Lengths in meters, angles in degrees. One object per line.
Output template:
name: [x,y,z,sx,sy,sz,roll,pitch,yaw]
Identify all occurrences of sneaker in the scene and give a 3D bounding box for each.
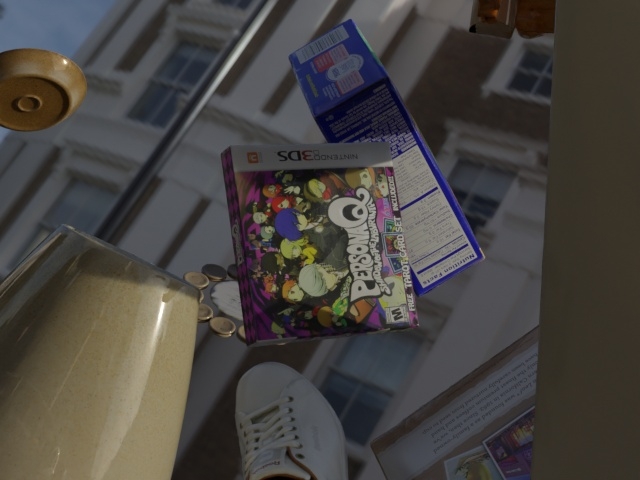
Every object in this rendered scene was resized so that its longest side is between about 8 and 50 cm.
sneaker: [-0.031,0.216,1.199,0.123,0.106,0.290,54,7,-46]

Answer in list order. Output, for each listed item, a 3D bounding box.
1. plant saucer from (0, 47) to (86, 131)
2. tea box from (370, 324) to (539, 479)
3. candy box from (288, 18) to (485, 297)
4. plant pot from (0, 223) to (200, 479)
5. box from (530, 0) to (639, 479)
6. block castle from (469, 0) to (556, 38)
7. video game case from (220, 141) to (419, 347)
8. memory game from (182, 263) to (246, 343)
plant saucer: [-0.207,-0.102,0.853,0.083,0.015,0.083,-10,-34,-7]
tea box: [0.293,0.282,1.342,0.323,0.329,0.220,49,8,-40]
candy box: [0.092,-0.121,1.704,0.317,0.122,0.268,59,6,-28]
plant pot: [-0.212,0.136,0.977,0.256,0.274,0.256,26,-3,1]
box: [0.144,-0.007,0.411,0.094,0.113,0.275,39,-34,43]
block castle: [0.300,-0.385,1.238,0.303,0.213,0.453,7,-17,10]
video game case: [0.000,0.000,1.406,0.210,0.232,0.042,-3,-11,-24]
memory game: [-0.105,0.085,1.637,0.186,0.186,0.012,25,-60,16]
